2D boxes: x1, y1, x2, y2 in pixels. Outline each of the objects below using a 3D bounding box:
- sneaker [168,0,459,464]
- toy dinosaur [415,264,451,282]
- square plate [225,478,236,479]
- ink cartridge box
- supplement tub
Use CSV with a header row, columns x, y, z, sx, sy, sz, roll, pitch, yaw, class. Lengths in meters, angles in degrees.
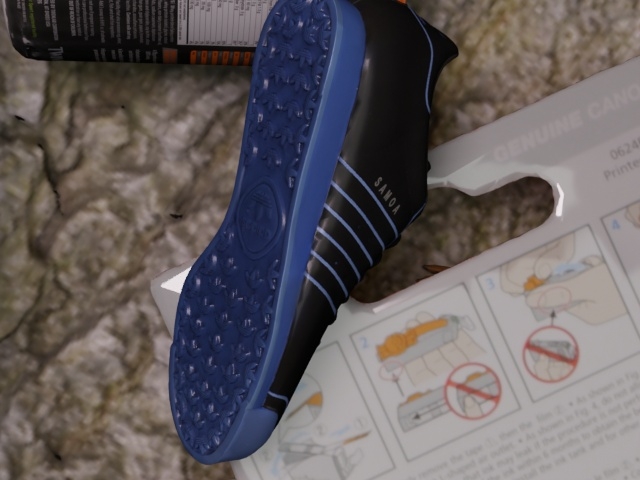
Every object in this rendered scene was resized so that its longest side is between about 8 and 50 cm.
x,y,z,sx,sy,sz,roll,pitch,yaw,class
0.000,0.000,0.542,0.090,0.081,0.232,6,109,-39,sneaker
0.086,0.074,0.668,0.211,0.064,0.112,-12,119,5,toy dinosaur
-0.108,0.304,0.683,0.344,0.049,0.347,-7,103,-6,square plate
0.125,0.133,0.627,0.308,0.091,0.385,-25,91,-2,ink cartridge box
-0.056,-0.145,0.568,0.190,0.117,0.117,0,101,-8,supplement tub
